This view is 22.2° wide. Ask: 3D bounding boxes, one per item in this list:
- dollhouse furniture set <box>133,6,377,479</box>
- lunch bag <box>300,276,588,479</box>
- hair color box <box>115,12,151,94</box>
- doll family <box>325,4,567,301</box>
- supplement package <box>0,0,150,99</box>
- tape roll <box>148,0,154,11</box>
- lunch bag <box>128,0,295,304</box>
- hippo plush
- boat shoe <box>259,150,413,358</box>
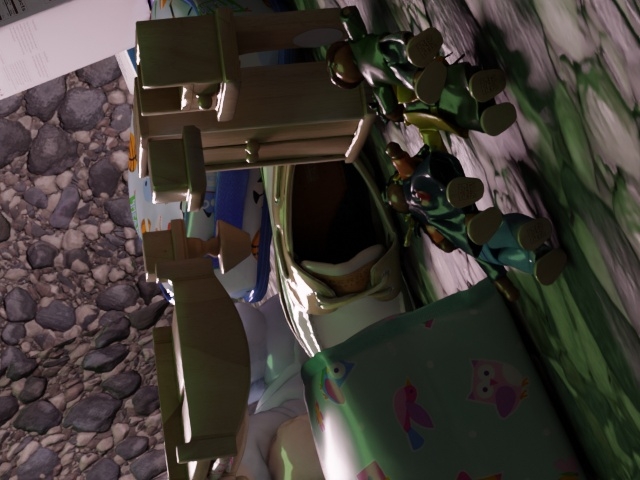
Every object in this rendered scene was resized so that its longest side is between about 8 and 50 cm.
[{"bbox_3d":[-0.028,0.054,1.148,0.303,0.173,0.356,112,151,-73],"label":"dollhouse furniture set"},{"bbox_3d":[0.081,0.162,1.152,0.223,0.160,0.262,65,167,7],"label":"lunch bag"},{"bbox_3d":[-0.251,-0.304,2.372,0.347,0.105,0.174,-148,36,-77],"label":"hair color box"},{"bbox_3d":[0.066,-0.045,0.904,0.111,0.076,0.193,8,118,60],"label":"doll family"},{"bbox_3d":[-0.310,-0.284,1.810,0.194,0.203,0.149,97,150,-75],"label":"supplement package"},{"bbox_3d":[-0.183,-0.349,1.811,0.189,0.080,0.189,157,90,-84],"label":"tape roll"},{"bbox_3d":[-0.099,-0.091,1.510,0.243,0.115,0.303,-131,43,-63],"label":"lunch bag"},{"bbox_3d":[-0.027,0.143,1.536,0.234,0.294,0.237,84,173,-67],"label":"hippo plush"},{"bbox_3d":[0.012,0.016,1.372,0.103,0.113,0.302,-116,6,-71],"label":"boat shoe"}]
